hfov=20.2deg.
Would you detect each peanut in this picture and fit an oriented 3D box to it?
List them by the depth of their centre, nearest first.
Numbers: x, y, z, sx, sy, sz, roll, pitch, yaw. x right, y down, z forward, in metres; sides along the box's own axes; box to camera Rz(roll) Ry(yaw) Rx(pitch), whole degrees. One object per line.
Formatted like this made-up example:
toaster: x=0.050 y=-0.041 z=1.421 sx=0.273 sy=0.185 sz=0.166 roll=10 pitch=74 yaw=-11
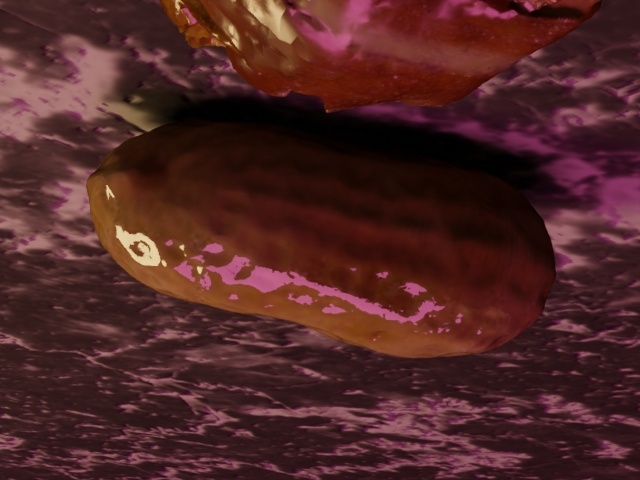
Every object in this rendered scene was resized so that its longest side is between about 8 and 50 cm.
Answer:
peanut: x=0.000 y=0.000 z=0.850 sx=0.226 sy=0.095 sz=0.108 roll=12 pitch=163 yaw=-9

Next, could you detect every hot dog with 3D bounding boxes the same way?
hot dog: x=0.022 y=-0.091 z=0.585 sx=0.123 sy=0.093 sz=0.261 roll=15 pitch=159 yaw=-23
